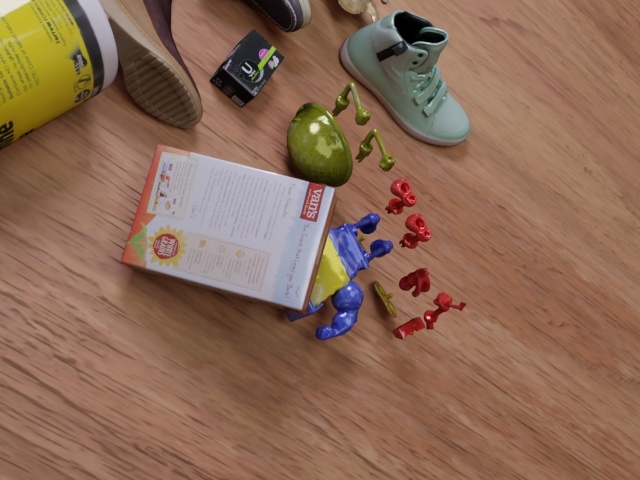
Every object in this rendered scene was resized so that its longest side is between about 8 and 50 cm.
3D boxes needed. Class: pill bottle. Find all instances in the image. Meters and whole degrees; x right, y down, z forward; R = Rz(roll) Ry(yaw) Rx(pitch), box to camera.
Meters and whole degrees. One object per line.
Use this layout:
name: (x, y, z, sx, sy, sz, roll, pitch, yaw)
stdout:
pill bottle: (-0.404, -0.176, 0.883, 0.334, 0.188, 0.188, -39, 100, -30)

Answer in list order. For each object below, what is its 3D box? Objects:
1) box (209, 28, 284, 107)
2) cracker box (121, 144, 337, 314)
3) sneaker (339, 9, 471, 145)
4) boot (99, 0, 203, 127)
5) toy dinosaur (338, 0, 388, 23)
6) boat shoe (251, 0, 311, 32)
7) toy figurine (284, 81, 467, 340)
box: (-0.103, -0.242, 1.150, 0.062, 0.052, 0.083, 40, 64, -18)
cracker box: (-0.110, -0.012, 1.015, 0.232, 0.067, 0.156, 15, 80, 7)
sneaker: (0.165, -0.243, 1.246, 0.255, 0.151, 0.094, 35, 63, -21)
boot: (-0.211, -0.296, 1.075, 0.248, 0.090, 0.207, 53, 37, -38)
toy dinosaur: (0.044, -0.390, 1.258, 0.183, 0.053, 0.093, 33, 58, -12)
boat shoe: (-0.131, -0.396, 1.143, 0.092, 0.103, 0.285, -44, 99, -24)
toy figurine: (0.000, 0.000, 1.087, 0.217, 0.191, 0.363, -27, 93, -27)
